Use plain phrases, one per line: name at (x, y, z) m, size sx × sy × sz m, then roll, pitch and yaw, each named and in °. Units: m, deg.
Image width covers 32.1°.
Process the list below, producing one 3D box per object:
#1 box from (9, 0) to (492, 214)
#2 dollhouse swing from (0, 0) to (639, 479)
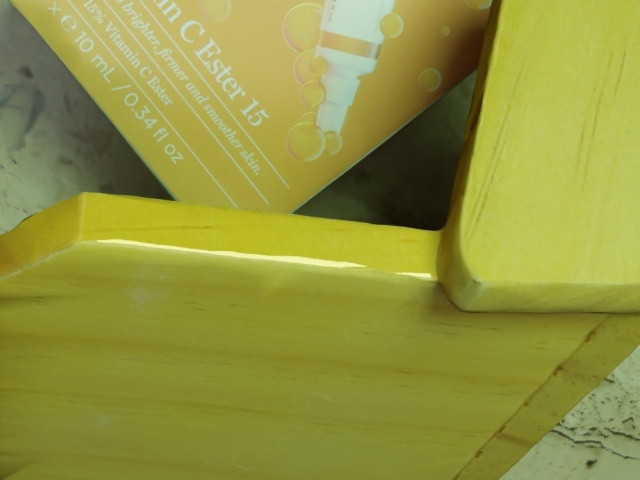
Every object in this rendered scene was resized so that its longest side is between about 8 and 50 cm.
box at (0.003, -0.187, 0.724) m, size 0.345 × 0.168 × 0.215 m, roll -38°, pitch 107°, yaw 3°
dollhouse swing at (0.000, 0.000, 0.660) m, size 0.305 × 0.315 × 0.347 m, roll 18°, pitch 144°, yaw -4°
